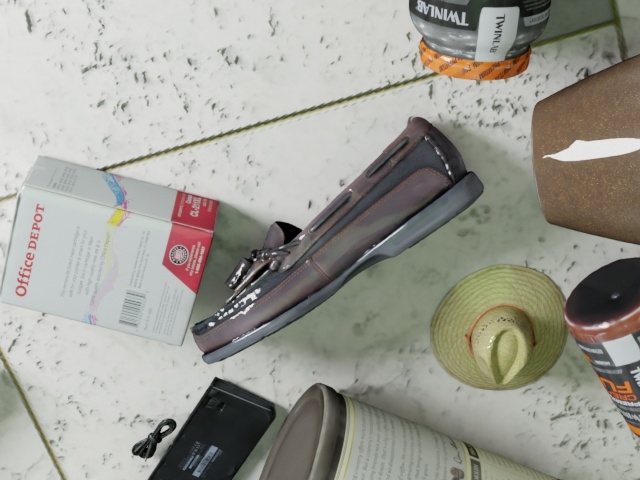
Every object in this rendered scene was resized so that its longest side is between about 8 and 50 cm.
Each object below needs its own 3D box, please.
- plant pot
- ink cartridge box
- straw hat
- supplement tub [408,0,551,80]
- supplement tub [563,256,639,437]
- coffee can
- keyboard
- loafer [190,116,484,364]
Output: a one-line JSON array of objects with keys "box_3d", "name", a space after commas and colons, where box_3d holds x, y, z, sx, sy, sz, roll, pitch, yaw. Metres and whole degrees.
[{"box_3d": [0.300, -0.077, 1.121, 0.230, 0.215, 0.215, -5, 119, 19], "name": "plant pot"}, {"box_3d": [-0.193, 0.009, 1.232, 0.175, 0.072, 0.127, 15, 117, -7], "name": "ink cartridge box"}, {"box_3d": [0.174, 0.100, 1.281, 0.145, 0.061, 0.144, 0, 118, 0], "name": "straw hat"}, {"box_3d": [0.131, -0.232, 1.075, 0.117, 0.117, 0.190, 2, 117, 0], "name": "supplement tub"}, {"box_3d": [0.316, 0.119, 1.264, 0.106, 0.106, 0.198, -29, 113, 15], "name": "supplement tub"}, {"box_3d": [0.087, 0.279, 1.298, 0.275, 0.201, 0.201, 22, 116, -11], "name": "coffee can"}, {"box_3d": [-0.133, 0.213, 1.369, 0.108, 0.023, 0.180, 25, 115, -19], "name": "keyboard"}, {"box_3d": [0.000, 0.000, 1.222, 0.303, 0.109, 0.095, -33, 94, 10], "name": "loafer"}]
